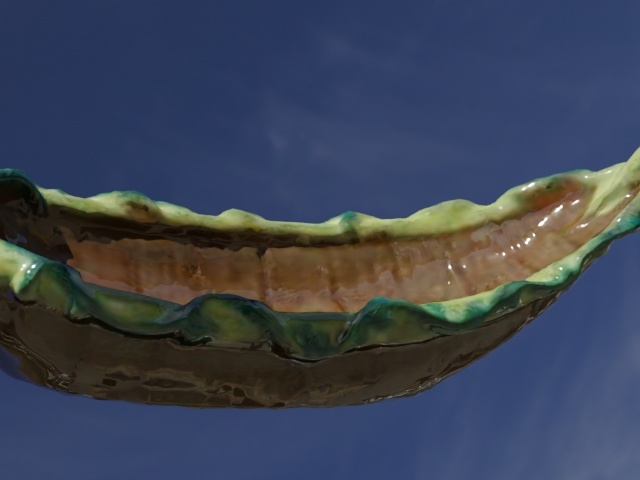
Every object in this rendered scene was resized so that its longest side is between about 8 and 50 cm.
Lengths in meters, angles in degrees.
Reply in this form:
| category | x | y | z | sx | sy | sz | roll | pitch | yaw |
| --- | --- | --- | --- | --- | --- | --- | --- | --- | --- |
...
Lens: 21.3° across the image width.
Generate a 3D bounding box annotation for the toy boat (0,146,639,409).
| category | x | y | z | sx | sy | sz | roll | pitch | yaw |
| --- | --- | --- | --- | --- | --- | --- | --- | --- | --- |
| toy boat | 0.002 | 0.010 | 0.624 | 0.292 | 0.108 | 0.099 | -3 | -69 | -17 |
